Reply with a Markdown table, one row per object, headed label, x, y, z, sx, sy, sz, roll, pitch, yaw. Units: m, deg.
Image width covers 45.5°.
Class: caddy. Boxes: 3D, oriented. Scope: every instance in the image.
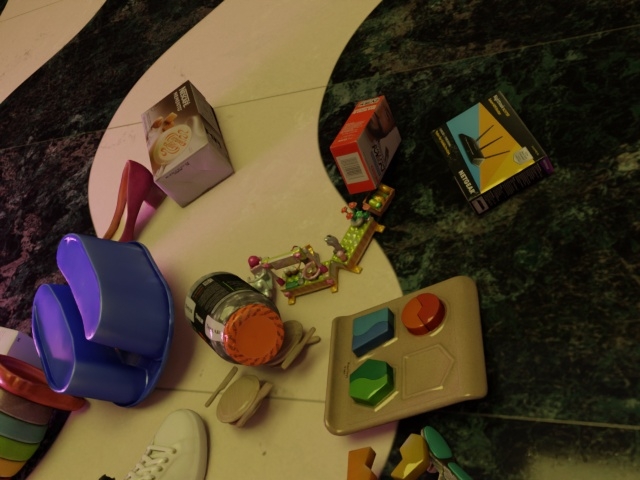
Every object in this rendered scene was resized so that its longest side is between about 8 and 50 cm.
| label | x | y | z | sx | sy | sz | roll | pitch | yaw |
| --- | --- | --- | --- | --- | --- | --- | --- | --- | --- |
| caddy | -0.372 | 0.137 | 1.353 | 0.241 | 0.179 | 0.341 | -59 | 41 | 16 |

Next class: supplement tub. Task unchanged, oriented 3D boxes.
| label | x | y | z | sx | sy | sz | roll | pitch | yaw |
| --- | --- | --- | --- | --- | --- | --- | --- | --- | --- |
| supplement tub | -0.135 | 0.123 | 1.199 | 0.117 | 0.117 | 0.190 | -50 | 26 | -8 |

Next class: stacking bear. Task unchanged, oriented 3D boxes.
| label | x | y | z | sx | sy | sz | roll | pitch | yaw |
| --- | --- | --- | --- | --- | --- | --- | --- | --- | --- |
| stacking bear | -0.581 | 0.364 | 1.345 | 0.164 | 0.175 | 0.289 | 20 | 78 | 41 |

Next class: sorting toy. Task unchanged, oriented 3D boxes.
| label | x | y | z | sx | sy | sz | roll | pitch | yaw |
| --- | --- | --- | --- | --- | --- | --- | --- | --- | --- |
| sorting toy | 0.108 | 0.185 | 1.028 | 0.229 | 0.041 | 0.307 | -19 | 38 | 22 |

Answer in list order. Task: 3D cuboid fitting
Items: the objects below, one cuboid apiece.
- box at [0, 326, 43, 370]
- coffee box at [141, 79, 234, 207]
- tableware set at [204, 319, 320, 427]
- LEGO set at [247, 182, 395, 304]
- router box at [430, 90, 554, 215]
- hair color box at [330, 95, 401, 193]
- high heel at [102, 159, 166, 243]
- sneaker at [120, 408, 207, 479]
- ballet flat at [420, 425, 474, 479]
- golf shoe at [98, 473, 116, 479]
| label | x | y | z | sx | sy | sz | roll | pitch | yaw |
| --- | --- | --- | --- | --- | --- | --- | --- | --- | --- |
| box | -0.598 | 0.235 | 1.488 | 0.087 | 0.101 | 0.102 | 3 | 61 | 37 |
| coffee box | -0.284 | -0.208 | 1.608 | 0.141 | 0.098 | 0.247 | -32 | 44 | 11 |
| tableware set | -0.087 | 0.209 | 1.185 | 0.194 | 0.039 | 0.128 | -52 | 28 | -18 |
| LEGO set | 0.000 | 0.000 | 1.236 | 0.287 | 0.107 | 0.132 | -35 | 44 | 9 |
| router box | 0.265 | -0.140 | 1.199 | 0.133 | 0.046 | 0.179 | -31 | 44 | 12 |
| hair color box | 0.079 | -0.163 | 1.278 | 0.053 | 0.093 | 0.167 | -10 | 31 | 28 |
| high heel | -0.422 | -0.045 | 1.567 | 0.082 | 0.117 | 0.244 | 27 | 75 | 45 |
| sneaker | -0.258 | 0.372 | 1.123 | 0.105 | 0.123 | 0.290 | -7 | 52 | 34 |
| ballet flat | 0.153 | 0.285 | 0.957 | 0.041 | 0.041 | 0.114 | -41 | 42 | 2 |
| golf shoe | -0.355 | 0.457 | 1.159 | 0.093 | 0.077 | 0.198 | -21 | 46 | 22 |
